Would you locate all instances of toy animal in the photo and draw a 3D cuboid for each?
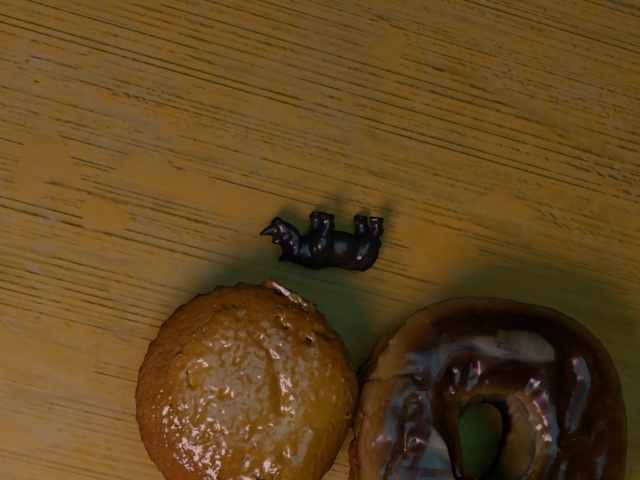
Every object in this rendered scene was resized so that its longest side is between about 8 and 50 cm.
[{"bbox_3d":[0.000,0.000,1.683,0.136,0.047,0.065,6,90,-18],"label":"toy animal"}]

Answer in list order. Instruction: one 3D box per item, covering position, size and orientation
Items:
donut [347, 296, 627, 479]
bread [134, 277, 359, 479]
[{"bbox_3d":[0.165,0.216,1.650,0.330,0.160,0.330,4,80,-24],"label":"donut"},{"bbox_3d":[-0.080,0.163,1.595,0.240,0.139,0.240,2,83,-13],"label":"bread"}]
